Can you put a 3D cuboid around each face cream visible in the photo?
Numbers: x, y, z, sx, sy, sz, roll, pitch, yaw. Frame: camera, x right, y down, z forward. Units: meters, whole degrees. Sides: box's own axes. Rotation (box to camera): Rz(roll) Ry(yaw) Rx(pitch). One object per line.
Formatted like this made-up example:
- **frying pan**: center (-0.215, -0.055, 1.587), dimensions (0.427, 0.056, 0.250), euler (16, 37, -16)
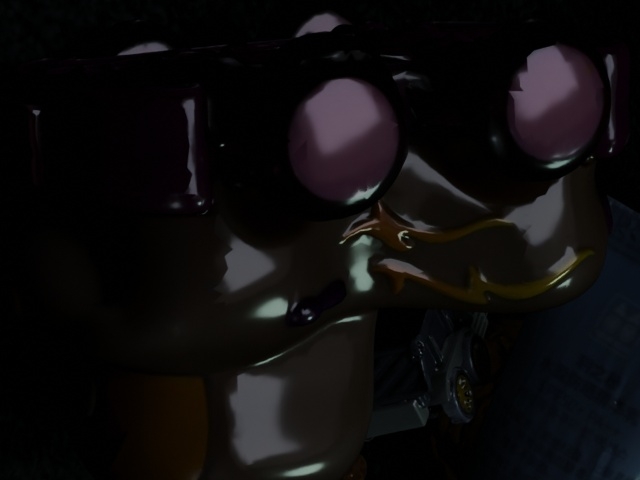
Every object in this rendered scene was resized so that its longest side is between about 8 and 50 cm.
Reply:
- **face cream**: center (0.127, 0.163, 1.018), dimensions (0.086, 0.135, 0.385), euler (-12, 130, -61)

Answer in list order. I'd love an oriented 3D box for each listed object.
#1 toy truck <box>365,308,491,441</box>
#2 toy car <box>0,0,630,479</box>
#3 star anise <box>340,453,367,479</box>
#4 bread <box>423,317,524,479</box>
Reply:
- **toy truck**: center (0.056, 0.045, 1.049), dimensions (0.092, 0.083, 0.192), euler (62, 30, -24)
- **toy car**: center (0.000, 0.000, 0.886), dimensions (0.341, 0.271, 0.240), euler (-10, 104, -25)
- **star anise**: center (-0.019, 0.196, 0.993), dimensions (0.177, 0.073, 0.234), euler (33, 57, -48)
- **bread**: center (0.166, 0.145, 1.145), dimensions (0.143, 0.158, 0.149), euler (45, 51, -35)
